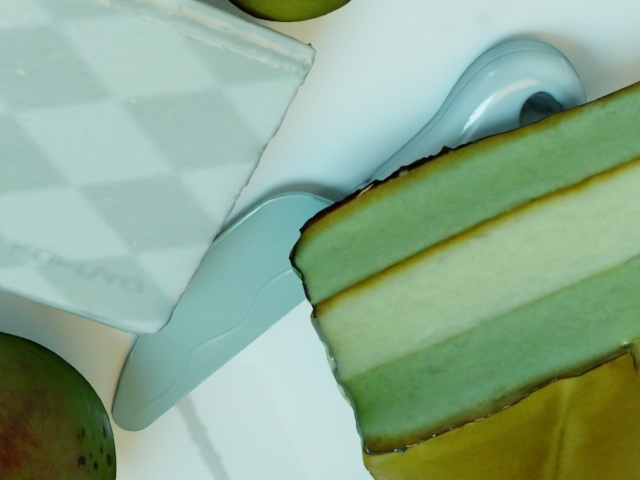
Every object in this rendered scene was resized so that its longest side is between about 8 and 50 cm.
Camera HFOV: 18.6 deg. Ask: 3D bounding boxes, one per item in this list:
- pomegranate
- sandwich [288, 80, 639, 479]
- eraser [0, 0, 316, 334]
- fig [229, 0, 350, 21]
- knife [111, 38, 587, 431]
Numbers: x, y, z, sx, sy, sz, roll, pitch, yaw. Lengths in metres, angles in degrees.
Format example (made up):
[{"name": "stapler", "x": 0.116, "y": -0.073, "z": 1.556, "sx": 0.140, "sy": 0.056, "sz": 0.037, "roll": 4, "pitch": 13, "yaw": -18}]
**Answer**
[{"name": "pomegranate", "x": -0.213, "y": 0.121, "z": 1.035, "sx": 0.209, "sy": 0.180, "sz": 0.180, "roll": 17, "pitch": 123, "yaw": 19}, {"name": "sandwich", "x": 0.127, "y": 0.052, "z": 1.034, "sx": 0.227, "sy": 0.155, "sz": 0.198, "roll": -23, "pitch": 146, "yaw": 4}, {"name": "eraser", "x": -0.226, "y": -0.086, "z": 0.936, "sx": 0.396, "sy": 0.082, "sz": 0.213, "roll": 20, "pitch": 114, "yaw": -23}, {"name": "fig", "x": -0.010, "y": -0.140, "z": 0.960, "sx": 0.088, "sy": 0.074, "sz": 0.074, "roll": 12, "pitch": 119, "yaw": -40}, {"name": "knife", "x": -0.001, "y": -0.001, "z": 1.071, "sx": 0.331, "sy": 0.044, "sz": 0.080, "roll": -35, "pitch": 126, "yaw": 13}]
